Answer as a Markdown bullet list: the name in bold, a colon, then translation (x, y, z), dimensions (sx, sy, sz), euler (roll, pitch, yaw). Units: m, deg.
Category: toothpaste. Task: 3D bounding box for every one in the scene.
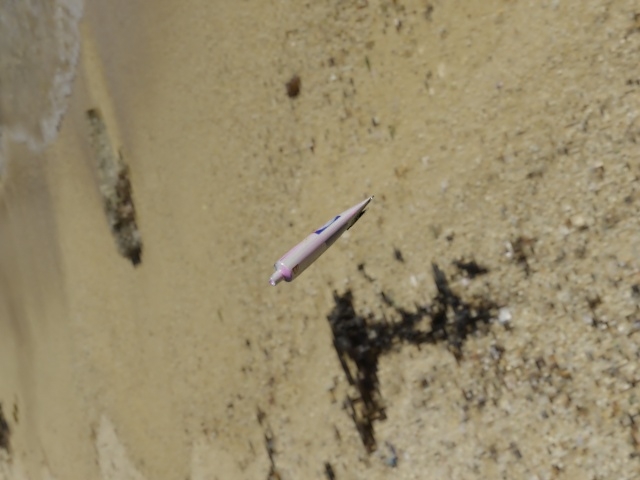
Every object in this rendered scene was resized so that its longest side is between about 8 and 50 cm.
- **toothpaste**: translation (0.000, 0.000, 1.252), dimensions (0.028, 0.170, 0.045), euler (49, 148, 1)
